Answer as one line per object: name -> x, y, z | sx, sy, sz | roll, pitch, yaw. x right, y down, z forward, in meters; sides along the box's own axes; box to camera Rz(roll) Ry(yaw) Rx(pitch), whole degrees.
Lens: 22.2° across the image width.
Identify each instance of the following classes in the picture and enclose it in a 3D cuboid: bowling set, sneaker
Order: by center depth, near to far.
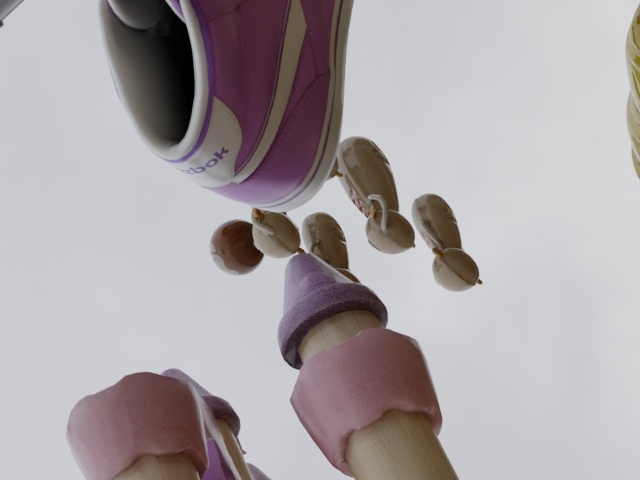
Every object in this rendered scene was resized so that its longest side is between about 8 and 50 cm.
sneaker -> -0.051, -0.168, 0.902 | 0.161, 0.102, 0.282 | 20, -115, -57
bowling set -> 0.000, 0.000, 1.490 | 0.287, 0.200, 0.154 | 36, -159, -33

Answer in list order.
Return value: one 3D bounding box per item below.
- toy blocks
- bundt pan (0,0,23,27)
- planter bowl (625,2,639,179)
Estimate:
toy blocks -> -0.062, 0.163, 0.844 | 0.260, 0.309, 0.288 | 63, -178, 36
bundt pan -> -0.351, -0.355, 1.490 | 0.331, 0.124, 0.331 | 54, -166, -19
planter bowl -> 0.273, -0.136, 1.094 | 0.090, 0.217, 0.217 | 41, -144, -26
